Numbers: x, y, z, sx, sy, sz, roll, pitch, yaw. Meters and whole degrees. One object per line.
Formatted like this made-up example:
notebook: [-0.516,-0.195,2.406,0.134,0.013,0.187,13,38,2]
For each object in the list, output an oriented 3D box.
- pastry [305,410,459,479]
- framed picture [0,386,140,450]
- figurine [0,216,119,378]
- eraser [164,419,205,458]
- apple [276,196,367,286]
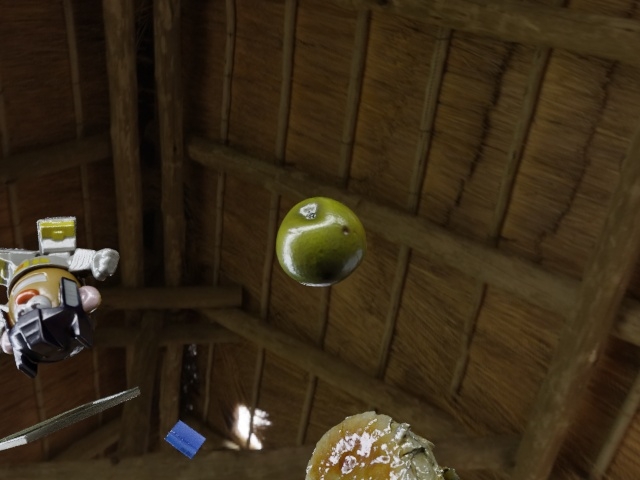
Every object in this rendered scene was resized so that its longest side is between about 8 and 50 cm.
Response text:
pastry: [0.095,0.493,1.225,0.136,0.329,0.329,32,-69,-34]
framed picture: [-0.523,0.362,1.246,0.192,0.265,0.018,-21,-94,32]
figurine: [-0.474,0.101,1.080,0.308,0.308,0.143,-46,-42,17]
eraser: [-0.338,0.498,1.551,0.085,0.063,0.027,35,-66,3]
apple: [0.000,0.000,1.288,0.197,0.196,0.156,-18,-53,2]
